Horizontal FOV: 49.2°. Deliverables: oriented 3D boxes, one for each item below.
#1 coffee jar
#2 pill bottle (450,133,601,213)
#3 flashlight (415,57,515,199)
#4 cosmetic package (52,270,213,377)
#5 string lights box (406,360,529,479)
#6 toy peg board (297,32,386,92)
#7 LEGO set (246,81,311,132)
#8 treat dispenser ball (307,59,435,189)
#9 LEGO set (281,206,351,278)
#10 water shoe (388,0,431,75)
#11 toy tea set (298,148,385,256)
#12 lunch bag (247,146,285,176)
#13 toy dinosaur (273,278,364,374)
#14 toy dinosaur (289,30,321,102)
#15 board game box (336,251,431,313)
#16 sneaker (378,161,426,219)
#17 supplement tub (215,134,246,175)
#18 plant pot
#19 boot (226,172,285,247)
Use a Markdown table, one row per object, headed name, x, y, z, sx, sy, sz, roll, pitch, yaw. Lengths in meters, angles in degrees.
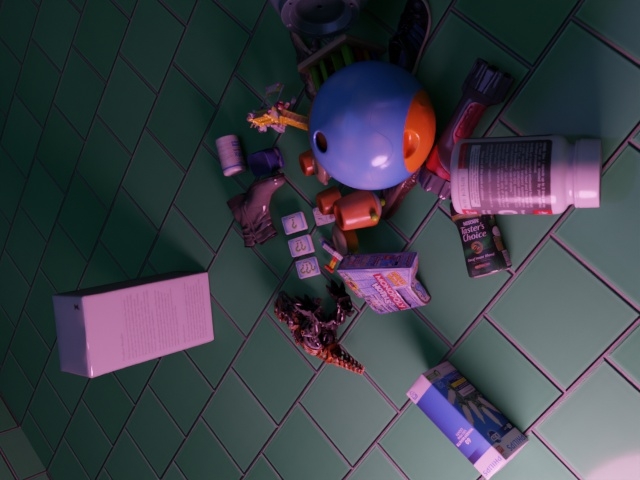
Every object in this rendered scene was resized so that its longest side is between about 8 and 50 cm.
| name | x | y | z | sx | sy | sz | roll | pitch | yaw |
| --- | --- | --- | --- | --- | --- | --- | --- | --- | --- |
| coffee jar | 0.358 | -0.013 | 1.572 | 0.096 | 0.079 | 0.184 | -20 | 84 | 38 |
| pill bottle | 0.419 | -0.133 | 1.424 | 0.283 | 0.161 | 0.161 | 1 | 98 | 23 |
| flashlight | 0.325 | -0.240 | 1.557 | 0.304 | 0.103 | 0.103 | -62 | 23 | 23 |
| cosmetic package | -0.545 | 0.235 | 2.093 | 0.161 | 0.453 | 0.230 | 0 | 96 | 39 |
| string lights box | 0.338 | 0.409 | 1.616 | 0.260 | 0.133 | 0.077 | 44 | 121 | 25 |
| toy peg board | 0.060 | -0.412 | 1.693 | 0.161 | 0.161 | 0.079 | -24 | 75 | 39 |
| LEGO set | -0.076 | -0.348 | 1.854 | 0.287 | 0.132 | 0.107 | 10 | 76 | 34 |
| treat dispenser ball | 0.114 | -0.258 | 1.573 | 0.288 | 0.288 | 0.288 | 7 | 101 | 38 |
| LEGO set | 0.000 | 0.000 | 1.877 | 0.244 | 0.060 | 0.182 | -15 | 91 | 37 |
| water shoe | 0.203 | -0.471 | 1.626 | 0.073 | 0.080 | 0.203 | 18 | 108 | 35 |
| toy tea set | 0.059 | -0.133 | 1.759 | 0.200 | 0.124 | 0.336 | 103 | 146 | -64 |
| lunch bag | -0.146 | -0.223 | 1.953 | 0.098 | 0.065 | 0.067 | -7 | 107 | 45 |
| toy dinosaur | 0.002 | 0.233 | 1.883 | 0.322 | 0.164 | 0.218 | 26 | 129 | 14 |
| toy dinosaur | -0.026 | -0.489 | 1.823 | 0.118 | 0.064 | 0.268 | -26 | 77 | 45 |
| board game box | 0.173 | 0.101 | 1.687 | 0.194 | 0.060 | 0.194 | -17 | 122 | 40 |
| sneaker | 0.181 | -0.137 | 1.703 | 0.071 | 0.066 | 0.188 | 48 | 122 | 24 |
| supplement tub | -0.262 | -0.247 | 2.039 | 0.071 | 0.071 | 0.107 | -18 | 86 | 39 |
| plant pot | -0.004 | -0.579 | 1.557 | 0.293 | 0.293 | 0.196 | -18 | 64 | 39 |
| boot | -0.156 | -0.082 | 1.987 | 0.246 | 0.083 | 0.161 | -29 | 86 | 44 |
